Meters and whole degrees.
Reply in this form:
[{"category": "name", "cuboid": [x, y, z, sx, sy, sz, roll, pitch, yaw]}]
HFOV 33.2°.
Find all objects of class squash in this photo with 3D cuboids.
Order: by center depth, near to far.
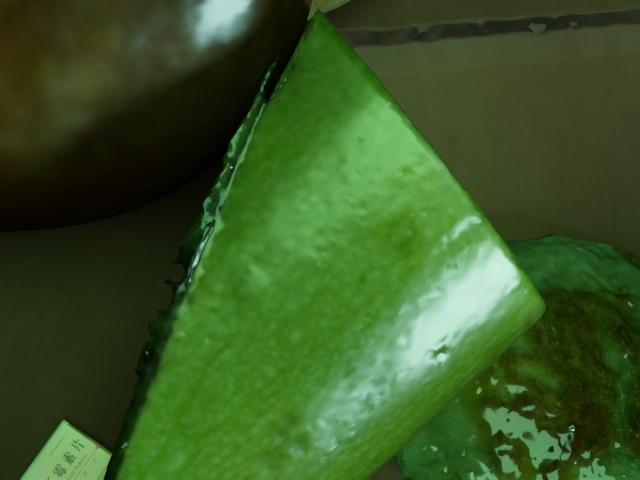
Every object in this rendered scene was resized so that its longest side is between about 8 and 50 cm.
[{"category": "squash", "cuboid": [-0.051, 0.061, 0.603, 0.309, 0.233, 0.210, -38, 90, 5]}]

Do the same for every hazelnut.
[{"category": "hazelnut", "cuboid": [-0.177, -0.178, 0.584, 0.365, 0.366, 0.366, 1, 80, -7]}]

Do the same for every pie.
[{"category": "pie", "cuboid": [0.176, 0.114, 0.701, 0.274, 0.105, 0.257, 22, 63, -5]}]

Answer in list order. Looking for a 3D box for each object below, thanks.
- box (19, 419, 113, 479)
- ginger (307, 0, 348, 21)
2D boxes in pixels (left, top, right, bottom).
[{"category": "box", "cuboid": [-0.167, 0.168, 0.680, 0.058, 0.015, 0.093, 34, 77, 1]}, {"category": "ginger", "cuboid": [0.000, -0.204, 0.742, 0.190, 0.069, 0.095, -31, 90, -12]}]
